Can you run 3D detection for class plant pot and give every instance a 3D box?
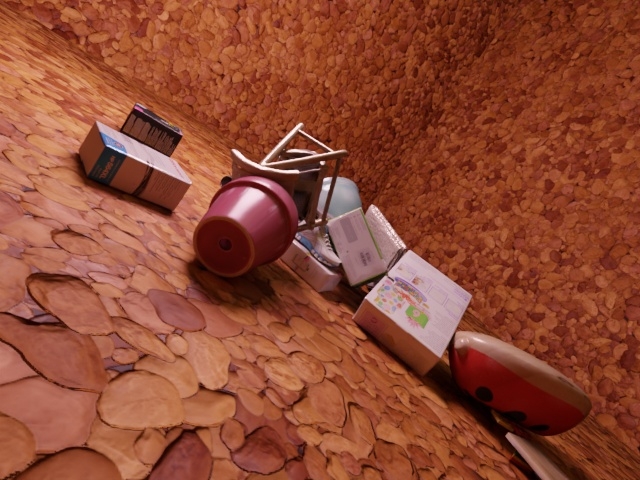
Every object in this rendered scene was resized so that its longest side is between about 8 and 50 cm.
[{"bbox_3d":[-0.165,-0.019,0.858,0.201,0.201,0.180,36,26,-1],"label":"plant pot"},{"bbox_3d":[0.038,-0.071,1.571,0.293,0.293,0.196,23,40,-51],"label":"plant pot"}]

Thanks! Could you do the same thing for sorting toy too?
[{"bbox_3d":[0.485,0.509,0.929,0.132,0.046,0.274,30,12,-28],"label":"sorting toy"}]

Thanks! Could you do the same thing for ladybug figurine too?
[{"bbox_3d":[0.517,0.395,1.114,0.449,0.162,0.305,32,-12,-15],"label":"ladybug figurine"}]

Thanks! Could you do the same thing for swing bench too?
[{"bbox_3d":[-0.093,-0.121,1.048,0.165,0.253,0.255,36,48,21],"label":"swing bench"}]

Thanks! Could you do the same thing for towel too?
[{"bbox_3d":[0.215,0.016,1.516,0.049,0.187,0.282,5,37,-26],"label":"towel"}]

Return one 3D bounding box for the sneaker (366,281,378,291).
[{"bbox_3d":[0.318,0.228,1.513,0.321,0.127,0.126,12,8,17],"label":"sneaker"}]

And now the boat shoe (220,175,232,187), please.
[{"bbox_3d":[-0.284,-0.158,1.358,0.079,0.084,0.233,26,17,-45],"label":"boat shoe"}]

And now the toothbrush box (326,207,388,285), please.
[{"bbox_3d":[0.120,0.036,1.312,0.283,0.122,0.206,53,15,-78],"label":"toothbrush box"}]

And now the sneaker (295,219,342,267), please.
[{"bbox_3d":[0.000,0.000,1.184,0.191,0.083,0.071,42,10,24],"label":"sneaker"}]

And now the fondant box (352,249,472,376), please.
[{"bbox_3d":[0.273,0.190,1.178,0.238,0.096,0.330,38,37,14],"label":"fondant box"}]

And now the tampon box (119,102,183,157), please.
[{"bbox_3d":[-0.546,-0.353,1.331,0.161,0.101,0.120,29,11,-32],"label":"tampon box"}]

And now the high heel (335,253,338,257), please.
[{"bbox_3d":[0.115,0.057,1.731,0.117,0.082,0.244,37,2,-3],"label":"high heel"}]

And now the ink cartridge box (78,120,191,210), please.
[{"bbox_3d":[-0.418,-0.165,0.933,0.203,0.086,0.148,27,14,-45],"label":"ink cartridge box"}]

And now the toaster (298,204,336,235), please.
[{"bbox_3d":[-0.058,-0.055,1.386,0.186,0.168,0.110,39,11,16],"label":"toaster"}]

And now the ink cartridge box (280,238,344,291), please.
[{"bbox_3d":[-0.038,0.062,1.203,0.198,0.067,0.115,41,11,21],"label":"ink cartridge box"}]
